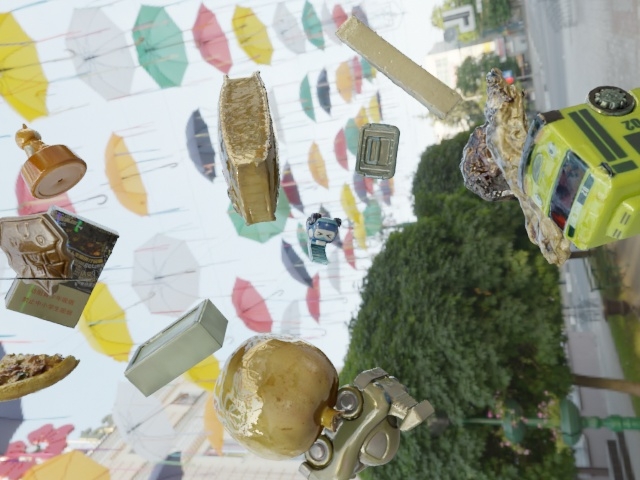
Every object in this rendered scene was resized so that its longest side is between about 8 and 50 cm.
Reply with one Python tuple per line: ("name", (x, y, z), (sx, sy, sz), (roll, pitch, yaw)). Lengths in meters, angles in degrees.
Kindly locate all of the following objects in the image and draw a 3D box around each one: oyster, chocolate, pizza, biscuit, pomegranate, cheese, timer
("oyster", (0.309, -0.121, 0.881), (0.129, 0.079, 0.344), (40, -146, -68))
("chocolate", (0.452, -0.230, 1.416), (0.224, 0.206, 0.177), (44, 171, 34))
("pizza", (-0.808, 0.353, 1.528), (0.292, 0.197, 0.058), (-14, -63, -35))
("biscuit", (-0.679, 0.039, 1.359), (0.034, 0.182, 0.215), (-65, -33, -63))
("pomegranate", (-0.090, 0.369, 1.359), (0.319, 0.320, 0.318), (-6, -90, -69))
("cheese", (0.202, -0.466, 1.509), (0.400, 0.085, 0.034), (44, 173, 17))
("timer", (-0.609, -0.187, 1.232), (0.152, 0.132, 0.132), (51, -159, 6))

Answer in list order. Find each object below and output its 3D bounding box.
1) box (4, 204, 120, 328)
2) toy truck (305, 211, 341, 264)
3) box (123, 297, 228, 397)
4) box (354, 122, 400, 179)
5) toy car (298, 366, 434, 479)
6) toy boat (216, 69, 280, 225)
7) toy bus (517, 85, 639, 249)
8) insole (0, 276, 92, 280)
("box", (-0.738, 0.078, 1.618), (0.198, 0.084, 0.310), (26, -90, -32))
("toy truck", (0.000, 0.000, 1.005), (0.073, 0.056, 0.089), (144, 135, -70))
("box", (-0.337, 0.249, 1.332), (0.086, 0.225, 0.129), (52, -170, -17))
("box", (0.107, -0.161, 1.032), (0.054, 0.074, 0.099), (-15, -67, -76))
("toy car", (0.125, 0.536, 1.545), (0.335, 0.226, 0.242), (-61, -23, 5))
("toy boat", (-0.106, -0.135, 0.837), (0.321, 0.089, 0.121), (-105, 9, -46))
("toy bus", (0.370, -0.093, 0.619), (0.128, 0.262, 0.150), (80, 172, -53))
("insole", (-0.692, 0.088, 1.294), (0.109, 0.323, 0.007), (165, 105, -80))
